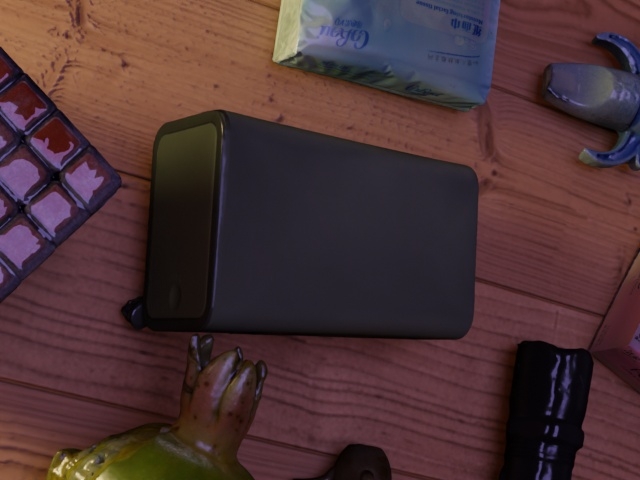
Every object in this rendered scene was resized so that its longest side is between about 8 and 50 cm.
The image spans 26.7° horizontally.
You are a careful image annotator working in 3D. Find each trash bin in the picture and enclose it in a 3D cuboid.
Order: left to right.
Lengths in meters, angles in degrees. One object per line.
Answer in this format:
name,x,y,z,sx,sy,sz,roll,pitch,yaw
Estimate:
trash bin,0.000,0.000,1.461,0.343,0.158,0.223,7,83,-30

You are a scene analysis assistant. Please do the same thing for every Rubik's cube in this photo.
Rubik's cube,-0.370,-0.046,1.287,0.237,0.237,0.238,-44,100,-23

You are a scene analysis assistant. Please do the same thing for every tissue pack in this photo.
tissue pack,0.085,-0.269,1.612,0.263,0.089,0.177,12,78,-21
tissue pack,0.467,0.079,1.720,0.148,0.092,0.246,37,67,-16

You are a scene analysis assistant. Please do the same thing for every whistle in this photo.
whistle,0.406,-0.173,1.747,0.269,0.093,0.180,15,75,-15

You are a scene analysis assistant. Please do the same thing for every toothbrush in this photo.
toothbrush,-0.097,0.014,1.510,0.297,0.030,0.030,-33,127,-27

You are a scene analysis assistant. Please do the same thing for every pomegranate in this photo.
pomegranate,-0.140,0.244,1.329,0.236,0.236,0.302,32,87,-16

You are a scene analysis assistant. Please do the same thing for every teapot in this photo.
teapot,0.025,0.265,1.499,0.110,0.085,0.080,8,75,-3

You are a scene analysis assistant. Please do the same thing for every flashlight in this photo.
flashlight,0.242,0.326,1.577,0.103,0.103,0.424,18,75,-21
